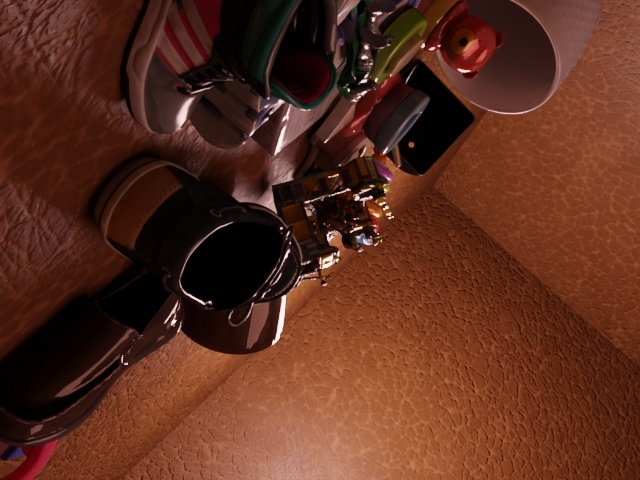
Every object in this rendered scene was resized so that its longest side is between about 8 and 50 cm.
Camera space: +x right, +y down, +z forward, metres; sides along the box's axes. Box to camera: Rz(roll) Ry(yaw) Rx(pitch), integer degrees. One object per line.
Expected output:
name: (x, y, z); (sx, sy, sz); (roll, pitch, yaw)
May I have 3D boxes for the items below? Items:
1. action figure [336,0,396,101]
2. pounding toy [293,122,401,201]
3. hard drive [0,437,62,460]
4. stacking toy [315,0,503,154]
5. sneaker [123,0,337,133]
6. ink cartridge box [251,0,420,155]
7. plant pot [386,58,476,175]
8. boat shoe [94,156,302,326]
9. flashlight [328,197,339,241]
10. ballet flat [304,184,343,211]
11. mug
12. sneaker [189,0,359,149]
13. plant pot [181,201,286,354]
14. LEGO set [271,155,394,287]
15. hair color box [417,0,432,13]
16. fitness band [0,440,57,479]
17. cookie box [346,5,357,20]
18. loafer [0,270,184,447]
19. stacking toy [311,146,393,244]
action figure: (0.059, -0.246, 1.050); (0.232, 0.063, 0.137); (109, -2, -80)
pounding toy: (0.060, -0.160, 1.528); (0.154, 0.155, 0.269); (-41, 172, -43)
hard drive: (-0.423, 0.248, 1.393); (0.319, 0.040, 0.210); (-48, 171, 4)
stacking toy: (0.152, -0.251, 1.282); (0.309, 0.130, 0.279); (-53, 173, 32)
sneaker: (-0.077, -0.174, 0.752); (0.124, 0.178, 0.296); (-39, 168, -42)
ink cartridge box: (0.026, -0.277, 1.179); (0.311, 0.065, 0.186); (-40, 169, -27)
plant pot: (0.201, -0.261, 1.743); (0.188, 0.187, 0.167); (-46, -176, -9)
boat shoe: (-0.129, 0.028, 1.124); (0.187, 0.156, 0.500); (-53, 157, -1)
flashlight: (0.000, 0.000, 2.157); (0.304, 0.103, 0.103); (-47, -152, 15)
ballet flat: (0.005, -0.111, 1.806); (0.084, 0.058, 0.250); (-50, 171, 22)
mug: (0.419, -0.499, 1.551); (0.328, 0.276, 0.374); (-49, 142, -30)
sneaker: (-0.030, -0.254, 0.873); (0.182, 0.127, 0.315); (-45, 178, -46)
plant pot: (-0.147, 0.053, 1.423); (0.215, 0.215, 0.231); (-37, 151, -50)
LEGO set: (0.028, -0.005, 1.529); (0.254, 0.192, 0.331); (-14, 163, -14)
hair color box: (0.221, -0.448, 1.383); (0.093, 0.053, 0.167); (-42, 171, -23)
fitness band: (-0.509, 0.335, 1.191); (0.209, 0.054, 0.291); (-21, 150, -47)
cookie box: (0.065, -0.365, 1.043); (0.107, 0.040, 0.092); (-47, 170, -9)
loafer: (-0.342, 0.148, 1.143); (0.366, 0.133, 0.130); (-46, 162, -45)
stacking toy: (0.121, -0.153, 1.984); (0.302, 0.165, 0.175); (-62, 161, 1)
